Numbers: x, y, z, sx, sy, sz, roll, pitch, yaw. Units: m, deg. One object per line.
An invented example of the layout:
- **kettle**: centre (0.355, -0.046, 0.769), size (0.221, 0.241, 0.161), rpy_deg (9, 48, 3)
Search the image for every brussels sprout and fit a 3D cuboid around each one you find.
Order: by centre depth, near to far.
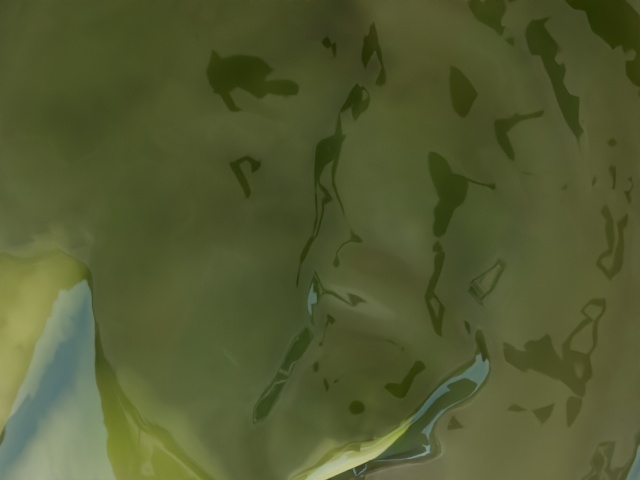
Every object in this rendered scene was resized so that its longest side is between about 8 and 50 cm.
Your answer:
- **brussels sprout**: centre (-0.003, -0.003, 0.559), size (0.281, 0.289, 0.355), rpy_deg (15, -118, -15)
